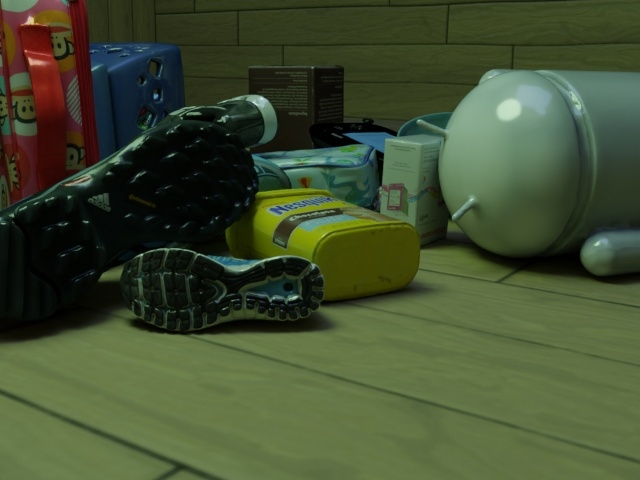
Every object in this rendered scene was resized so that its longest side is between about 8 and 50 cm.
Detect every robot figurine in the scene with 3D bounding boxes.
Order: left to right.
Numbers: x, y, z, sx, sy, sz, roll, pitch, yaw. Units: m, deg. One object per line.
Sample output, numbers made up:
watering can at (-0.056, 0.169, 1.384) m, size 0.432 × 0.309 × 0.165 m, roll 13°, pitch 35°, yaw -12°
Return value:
robot figurine at (0.280, -0.085, 0.850) m, size 0.353 × 0.200 × 0.300 m, roll -4°, pitch 48°, yaw -21°

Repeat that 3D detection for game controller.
game controller at (0.121, -0.136, 1.245) m, size 0.166 × 0.067 × 0.319 m, roll 3°, pitch 20°, yaw -40°

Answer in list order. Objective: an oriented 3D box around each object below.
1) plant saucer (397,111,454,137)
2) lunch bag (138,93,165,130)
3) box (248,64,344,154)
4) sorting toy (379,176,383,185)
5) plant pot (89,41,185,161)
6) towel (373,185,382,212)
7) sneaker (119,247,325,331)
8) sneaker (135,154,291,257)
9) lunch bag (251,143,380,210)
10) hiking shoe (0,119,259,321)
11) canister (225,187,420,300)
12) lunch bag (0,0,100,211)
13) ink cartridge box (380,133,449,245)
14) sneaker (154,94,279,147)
plant saucer at (0.263, -0.103, 1.111) m, size 0.317 × 0.044 × 0.317 m, roll 6°, pitch 30°, yaw -4°
lunch bag at (-0.514, -0.241, 1.710) m, size 0.221 × 0.138 × 0.293 m, roll 16°, pitch 29°, yaw 42°
box at (-0.053, -0.296, 1.760) m, size 0.167 × 0.203 × 0.168 m, roll 6°, pitch 14°, yaw 24°
sorting toy at (0.074, -0.122, 1.375) m, size 0.208 × 0.038 × 0.193 m, roll -2°, pitch 13°, yaw -11°
plant pot at (-0.382, -0.208, 1.305) m, size 0.236 × 0.236 × 0.212 m, roll 8°, pitch 20°, yaw 26°
towel at (0.023, -0.066, 1.154) m, size 0.197 × 0.029 × 0.144 m, roll 11°, pitch 16°, yaw 27°
sneaker at (-0.080, 0.042, 0.626) m, size 0.162 × 0.063 × 0.073 m, roll 4°, pitch -5°, yaw -5°
sneaker at (-0.143, -0.022, 0.833) m, size 0.262 × 0.104 × 0.125 m, roll -13°, pitch 28°, yaw -22°
lunch bag at (-0.033, -0.072, 1.000) m, size 0.219 × 0.090 × 0.176 m, roll -3°, pitch 15°, yaw 9°
hiking shoe at (-0.189, -0.030, 0.690) m, size 0.132 × 0.113 × 0.304 m, roll -5°, pitch 17°, yaw 44°
canister at (0.000, 0.000, 0.750) m, size 0.126 × 0.073 × 0.170 m, roll -7°, pitch 17°, yaw -31°
lunch bag at (-0.329, -0.155, 0.894) m, size 0.120 × 0.293 × 0.258 m, roll -7°, pitch 11°, yaw -28°
ink cartridge box at (0.113, -0.058, 0.905) m, size 0.052 × 0.122 × 0.088 m, roll 14°, pitch 18°, yaw 33°
sneaker at (-0.170, -0.133, 0.995) m, size 0.234 × 0.078 × 0.106 m, roll -8°, pitch 13°, yaw 38°
